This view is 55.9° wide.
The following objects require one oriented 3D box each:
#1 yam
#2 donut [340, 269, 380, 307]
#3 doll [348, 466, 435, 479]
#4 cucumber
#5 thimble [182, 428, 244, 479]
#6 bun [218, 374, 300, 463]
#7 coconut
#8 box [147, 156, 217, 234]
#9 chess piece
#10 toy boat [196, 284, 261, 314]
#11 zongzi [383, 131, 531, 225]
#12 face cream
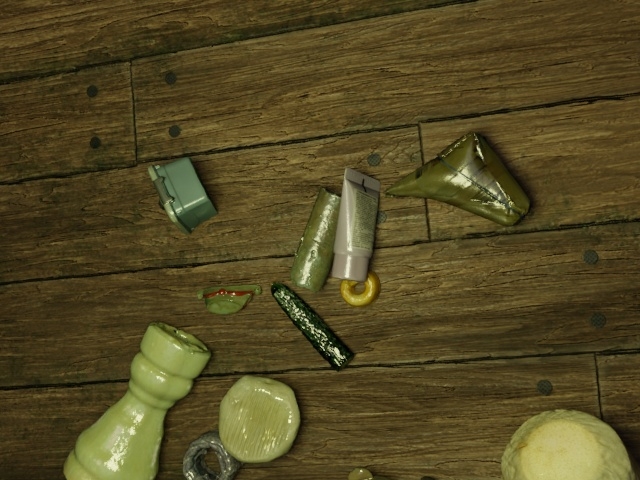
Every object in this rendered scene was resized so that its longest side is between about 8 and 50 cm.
[{"bbox_3d":[0.000,0.000,1.562,0.106,0.106,0.259,21,90,12],"label":"yam"},{"bbox_3d":[0.103,0.127,1.568,0.108,0.043,0.097,-32,81,13],"label":"donut"},{"bbox_3d":[0.196,0.692,1.451,0.329,0.174,0.235,14,96,11],"label":"doll"},{"bbox_3d":[-0.031,0.216,1.579,0.067,0.067,0.293,-45,78,6],"label":"cucumber"},{"bbox_3d":[-0.283,0.581,1.593,0.150,0.098,0.150,-1,87,13],"label":"thimble"},{"bbox_3d":[-0.150,0.456,1.554,0.231,0.133,0.231,0,88,11],"label":"bun"},{"bbox_3d":[0.562,0.534,1.342,0.328,0.329,0.329,-1,87,12],"label":"coconut"},{"bbox_3d":[-0.363,-0.118,1.590,0.130,0.227,0.162,-26,82,-5],"label":"box"},{"bbox_3d":[-0.464,0.447,1.588,0.234,0.234,0.442,29,88,12],"label":"chess piece"},{"bbox_3d":[-0.252,0.156,1.624,0.185,0.071,0.089,-5,128,11],"label":"toy boat"},{"bbox_3d":[0.339,-0.097,1.499,0.289,0.123,0.260,-36,83,18],"label":"zongzi"},{"bbox_3d":[0.090,-0.035,1.520,0.096,0.154,0.274,4,82,43],"label":"face cream"}]
